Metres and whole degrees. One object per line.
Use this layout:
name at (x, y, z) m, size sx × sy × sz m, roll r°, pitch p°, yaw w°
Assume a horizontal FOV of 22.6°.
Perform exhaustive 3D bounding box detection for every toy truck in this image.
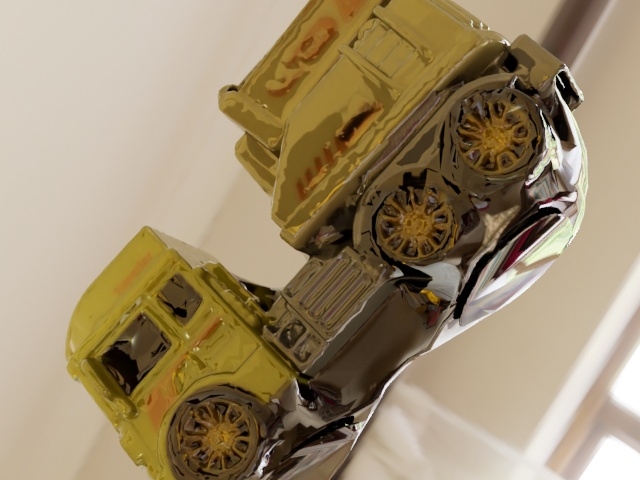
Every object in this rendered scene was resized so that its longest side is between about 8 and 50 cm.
toy truck at (0.000, 0.000, 1.143) m, size 0.405 × 0.254 × 0.180 m, roll -48°, pitch -22°, yaw 5°
